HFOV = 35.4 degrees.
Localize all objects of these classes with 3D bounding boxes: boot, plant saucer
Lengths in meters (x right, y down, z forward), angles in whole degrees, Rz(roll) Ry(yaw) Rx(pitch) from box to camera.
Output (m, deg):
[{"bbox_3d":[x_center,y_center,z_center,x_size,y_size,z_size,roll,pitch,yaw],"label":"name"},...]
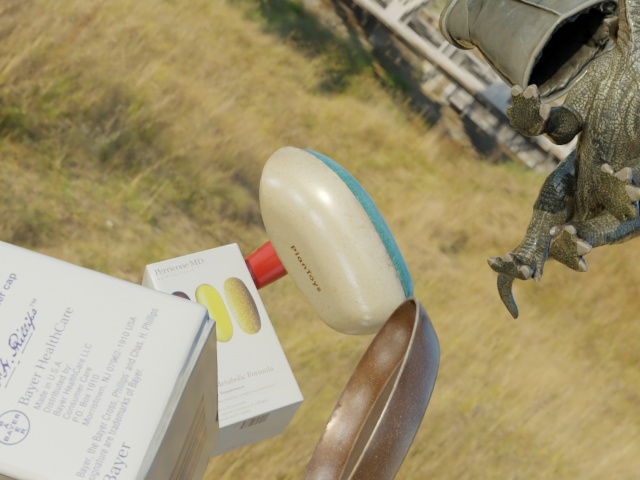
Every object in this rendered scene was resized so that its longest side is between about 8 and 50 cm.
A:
[{"bbox_3d":[0.194,-0.220,0.866,0.076,0.190,0.208,28,10,-18],"label":"boot"},{"bbox_3d":[0.029,0.115,0.609,0.029,0.168,0.168,29,11,-3],"label":"plant saucer"}]

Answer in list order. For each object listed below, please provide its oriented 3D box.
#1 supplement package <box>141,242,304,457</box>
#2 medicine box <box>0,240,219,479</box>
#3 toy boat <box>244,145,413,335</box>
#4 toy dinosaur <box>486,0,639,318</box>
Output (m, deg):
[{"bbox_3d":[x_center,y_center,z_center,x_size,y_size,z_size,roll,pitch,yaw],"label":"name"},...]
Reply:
[{"bbox_3d":[-0.142,0.149,1.352,0.244,0.139,0.134,64,-26,22],"label":"supplement package"},{"bbox_3d":[-0.236,0.122,0.756,0.289,0.149,0.263,18,-28,5],"label":"medicine box"},{"bbox_3d":[0.000,0.000,1.336,0.267,0.148,0.318,61,-27,-6],"label":"toy boat"},{"bbox_3d":[0.191,-0.049,0.636,0.121,0.160,0.314,37,-36,36],"label":"toy dinosaur"}]
